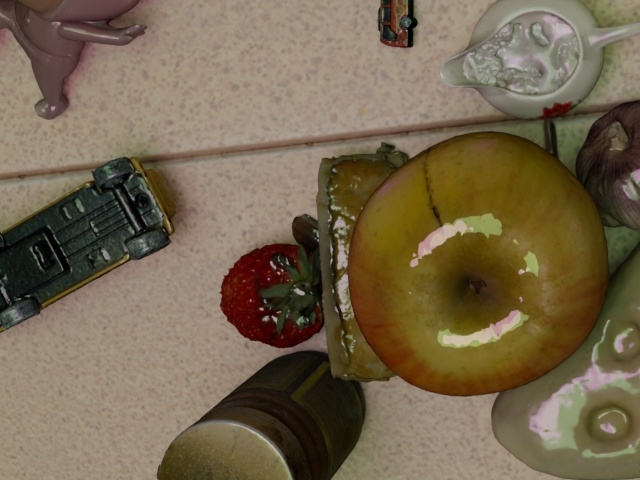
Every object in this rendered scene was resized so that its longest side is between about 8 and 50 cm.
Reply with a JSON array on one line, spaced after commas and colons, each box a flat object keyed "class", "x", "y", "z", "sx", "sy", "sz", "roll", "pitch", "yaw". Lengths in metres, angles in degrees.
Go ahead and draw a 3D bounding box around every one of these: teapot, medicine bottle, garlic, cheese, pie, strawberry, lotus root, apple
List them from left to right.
[{"class": "medicine bottle", "x": -0.052, "y": 0.229, "z": 1.361, "sx": 0.151, "sy": 0.322, "sz": 0.151, "roll": 3, "pitch": 100, "yaw": 16}, {"class": "strawberry", "x": -0.055, "y": 0.069, "z": 1.455, "sx": 0.131, "sy": 0.148, "sz": 0.131, "roll": 2, "pitch": 82, "yaw": -17}, {"class": "lotus root", "x": -0.001, "y": 0.000, "z": 1.462, "sx": 0.083, "sy": 0.030, "sz": 0.037, "roll": 27, "pitch": 107, "yaw": 11}, {"class": "pie", "x": 0.057, "y": 0.026, "z": 1.412, "sx": 0.128, "sy": 0.068, "sz": 0.282, "roll": -3, "pitch": 92, "yaw": -23}, {"class": "apple", "x": 0.164, "y": 0.022, "z": 1.277, "sx": 0.286, "sy": 0.233, "sz": 0.286, "roll": 4, "pitch": 108, "yaw": 11}, {"class": "teapot", "x": 0.247, "y": -0.208, "z": 1.327, "sx": 0.226, "sy": 0.092, "sz": 0.145, "roll": -15, "pitch": 97, "yaw": 16}, {"class": "garlic", "x": 0.342, "y": -0.087, "z": 1.294, "sx": 0.159, "sy": 0.102, "sz": 0.147, "roll": -51, "pitch": 40, "yaw": 1}, {"class": "cheese", "x": 0.365, "y": 0.099, "z": 1.325, "sx": 0.351, "sy": 0.129, "sz": 0.328, "roll": 2, "pitch": 101, "yaw": 14}]

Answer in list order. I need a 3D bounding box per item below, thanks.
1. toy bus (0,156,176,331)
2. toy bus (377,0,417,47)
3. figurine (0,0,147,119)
[{"class": "toy bus", "x": -0.326, "y": 0.014, "z": 1.508, "sx": 0.335, "sy": 0.123, "sz": 0.121, "roll": -28, "pitch": 89, "yaw": 18}, {"class": "toy bus", "x": 0.089, "y": -0.278, "z": 1.391, "sx": 0.043, "sy": 0.031, "sz": 0.110, "roll": 3, "pitch": 98, "yaw": 18}, {"class": "figurine", "x": -0.322, "y": -0.285, "z": 1.438, "sx": 0.287, "sy": 0.186, "sz": 0.176, "roll": -44, "pitch": 60, "yaw": 34}]
